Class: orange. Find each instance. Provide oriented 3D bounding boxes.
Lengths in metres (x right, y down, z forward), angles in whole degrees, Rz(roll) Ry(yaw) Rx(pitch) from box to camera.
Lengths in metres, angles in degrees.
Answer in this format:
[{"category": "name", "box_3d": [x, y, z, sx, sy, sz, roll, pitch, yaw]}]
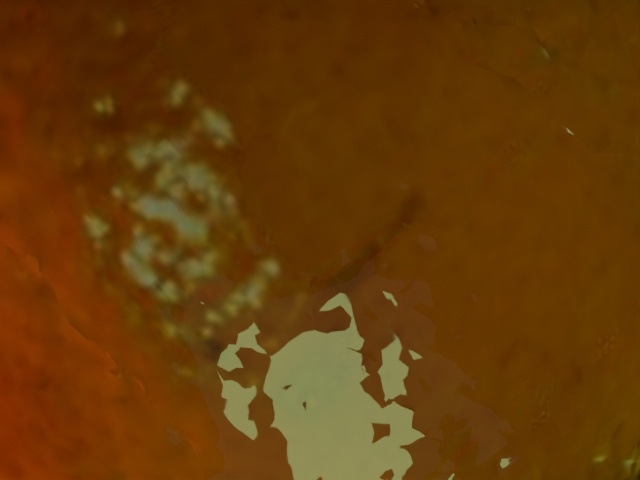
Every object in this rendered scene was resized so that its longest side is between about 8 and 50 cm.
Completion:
[{"category": "orange", "box_3d": [0.000, 0.000, 0.730, 0.424, 0.326, 0.424, -34, 165, -11]}]
